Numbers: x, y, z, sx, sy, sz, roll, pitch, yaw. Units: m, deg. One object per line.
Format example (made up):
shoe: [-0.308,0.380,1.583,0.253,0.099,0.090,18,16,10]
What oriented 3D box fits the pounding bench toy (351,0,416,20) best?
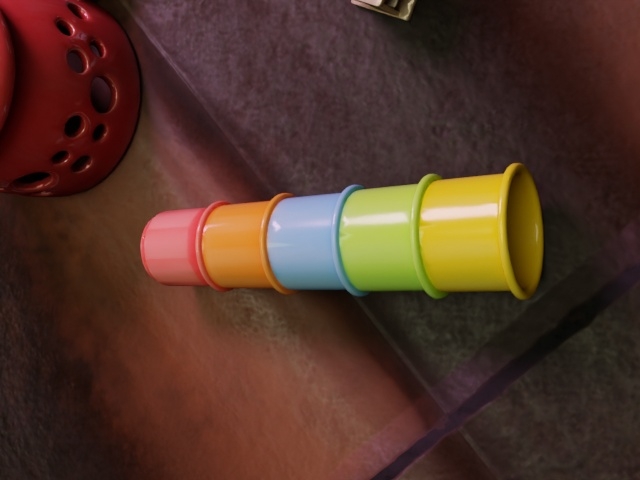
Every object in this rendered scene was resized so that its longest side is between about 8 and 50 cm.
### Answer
pounding bench toy: [0.046,-0.216,0.694,0.052,0.065,0.083,25,101,25]

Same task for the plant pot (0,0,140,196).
plant pot: [-0.281,-0.136,0.803,0.191,0.174,0.191,-1,88,27]

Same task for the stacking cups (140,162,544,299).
stacking cups: [0.000,0.000,0.703,0.316,0.096,0.096,-3,90,26]
